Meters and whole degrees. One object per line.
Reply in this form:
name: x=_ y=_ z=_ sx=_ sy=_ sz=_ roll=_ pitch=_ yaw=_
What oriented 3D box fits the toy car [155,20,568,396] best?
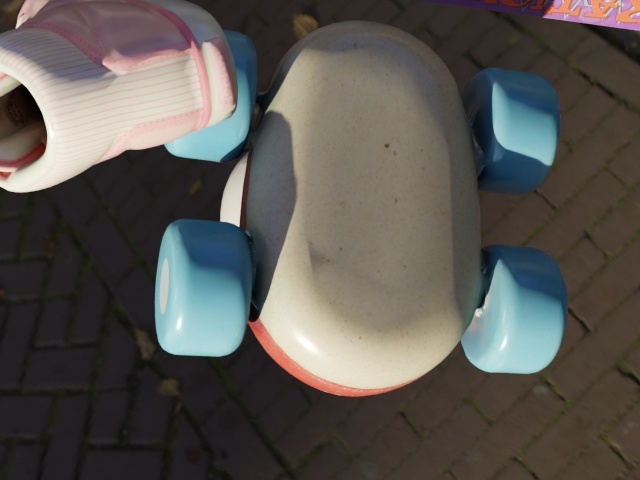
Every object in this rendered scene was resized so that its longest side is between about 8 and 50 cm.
toy car: x=0.000 y=0.000 z=0.754 sx=0.238 sy=0.219 sz=0.210 roll=139 pitch=134 yaw=-68

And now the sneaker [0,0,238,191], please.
sneaker: x=-0.087 y=-0.052 z=0.383 sx=0.070 sy=0.051 sz=0.134 roll=-25 pitch=25 yaw=-26

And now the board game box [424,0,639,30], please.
board game box: x=0.207 y=-0.217 z=0.817 sx=0.346 sy=0.208 sz=0.056 roll=7 pitch=71 yaw=0
